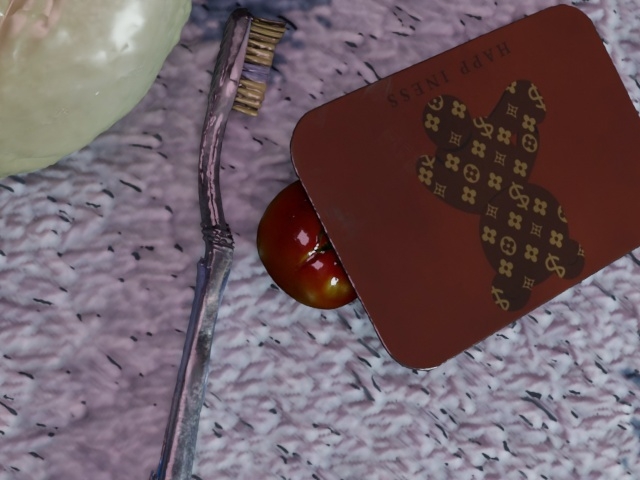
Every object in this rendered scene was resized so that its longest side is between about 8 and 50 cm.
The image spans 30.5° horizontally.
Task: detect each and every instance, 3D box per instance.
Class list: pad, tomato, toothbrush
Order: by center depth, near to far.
[{"bbox_3d":[0.000,0.000,0.755,0.087,0.075,0.087,4,80,-24],"label":"tomato"},{"bbox_3d":[-0.077,0.051,0.755,0.042,0.035,0.413,11,84,-12],"label":"toothbrush"},{"bbox_3d":[0.117,-0.043,0.774,0.267,0.004,0.181,-27,91,-27],"label":"pad"}]

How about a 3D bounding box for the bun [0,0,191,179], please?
[{"bbox_3d":[-0.229,-0.205,0.650,0.353,0.227,0.348,30,81,-9],"label":"bun"}]
